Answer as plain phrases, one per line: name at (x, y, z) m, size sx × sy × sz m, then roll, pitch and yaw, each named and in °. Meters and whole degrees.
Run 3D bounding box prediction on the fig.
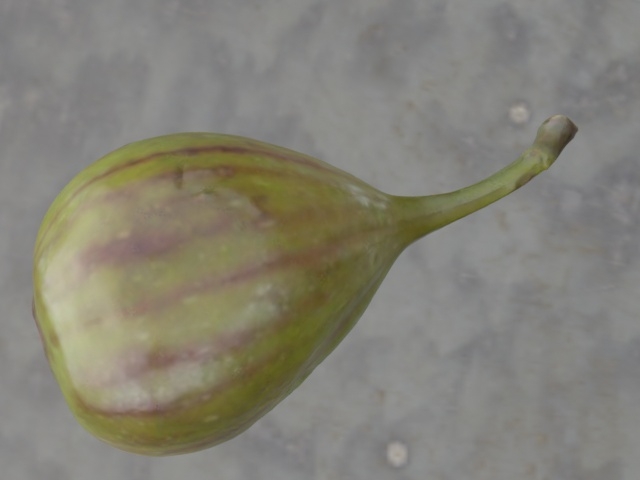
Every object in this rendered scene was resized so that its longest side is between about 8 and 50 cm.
fig at (-0.011, -0.010, 0.522) m, size 0.166 × 0.093 × 0.093 m, roll -38°, pitch 62°, yaw 3°
